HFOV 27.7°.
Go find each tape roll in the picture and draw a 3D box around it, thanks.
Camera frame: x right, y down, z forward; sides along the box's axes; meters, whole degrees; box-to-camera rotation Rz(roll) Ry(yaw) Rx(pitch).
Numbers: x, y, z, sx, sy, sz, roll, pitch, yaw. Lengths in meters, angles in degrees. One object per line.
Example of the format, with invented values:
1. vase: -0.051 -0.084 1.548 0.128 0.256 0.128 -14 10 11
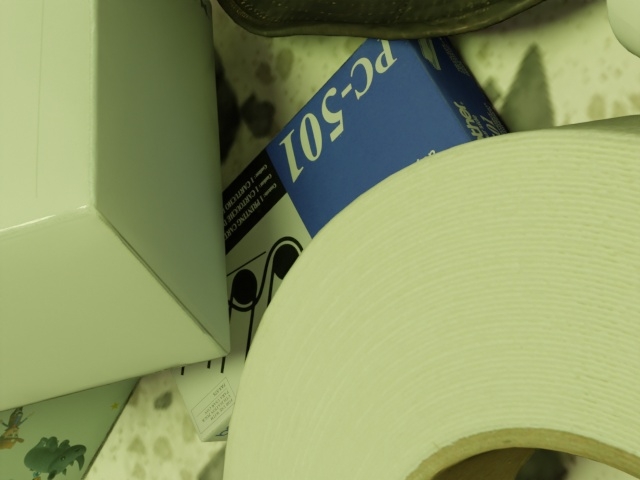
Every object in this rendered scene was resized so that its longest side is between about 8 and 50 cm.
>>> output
1. tape roll: 0.108 0.154 0.414 0.392 0.072 0.392 14 109 48

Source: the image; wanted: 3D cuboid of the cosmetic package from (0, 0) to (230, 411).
1. cosmetic package: -0.173 -0.043 0.617 0.224 0.138 0.224 -15 55 12

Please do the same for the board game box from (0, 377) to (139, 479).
1. board game box: -0.241 0.089 0.790 0.224 0.097 0.303 45 113 37

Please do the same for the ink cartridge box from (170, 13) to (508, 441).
1. ink cartridge box: 0.000 0.000 0.619 0.207 0.046 0.097 -45 58 28

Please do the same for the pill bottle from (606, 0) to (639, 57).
1. pill bottle: 0.195 -0.054 0.404 0.208 0.117 0.118 40 110 38

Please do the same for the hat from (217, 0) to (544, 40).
1. hat: 0.020 -0.245 0.555 0.331 0.134 0.331 -20 59 37
